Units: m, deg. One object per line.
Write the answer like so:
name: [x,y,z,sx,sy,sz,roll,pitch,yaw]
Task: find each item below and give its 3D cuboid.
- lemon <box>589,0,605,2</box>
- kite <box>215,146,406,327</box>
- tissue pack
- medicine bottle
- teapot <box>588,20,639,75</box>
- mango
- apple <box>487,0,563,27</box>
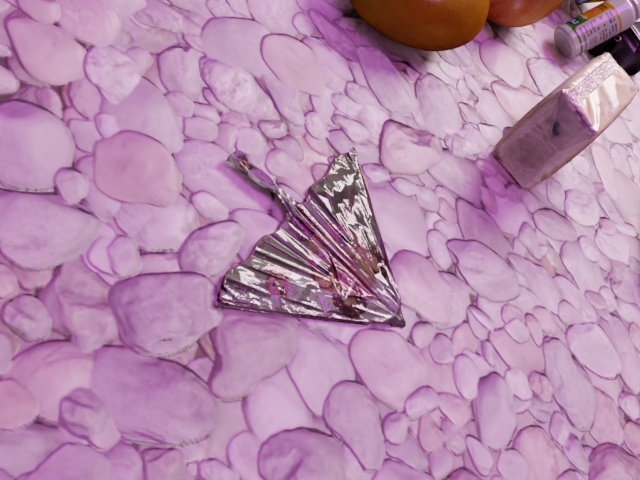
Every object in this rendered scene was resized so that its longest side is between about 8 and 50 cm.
lemon: [0.500,-0.566,1.546,0.233,0.233,0.288,14,59,-30]
kite: [0.000,0.000,0.920,0.268,0.013,0.323,46,44,-3]
tissue pack: [0.352,-0.172,1.213,0.092,0.148,0.196,50,45,4]
medicine bottle: [0.502,-0.401,1.456,0.220,0.061,0.092,-29,100,-5]
teapot: [0.562,-0.359,1.541,0.177,0.096,0.087,-16,72,-44]
mango: [0.140,-0.337,1.187,0.221,0.120,0.152,-9,64,-34]
apple: [0.312,-0.446,1.364,0.209,0.164,0.209,32,38,-29]
